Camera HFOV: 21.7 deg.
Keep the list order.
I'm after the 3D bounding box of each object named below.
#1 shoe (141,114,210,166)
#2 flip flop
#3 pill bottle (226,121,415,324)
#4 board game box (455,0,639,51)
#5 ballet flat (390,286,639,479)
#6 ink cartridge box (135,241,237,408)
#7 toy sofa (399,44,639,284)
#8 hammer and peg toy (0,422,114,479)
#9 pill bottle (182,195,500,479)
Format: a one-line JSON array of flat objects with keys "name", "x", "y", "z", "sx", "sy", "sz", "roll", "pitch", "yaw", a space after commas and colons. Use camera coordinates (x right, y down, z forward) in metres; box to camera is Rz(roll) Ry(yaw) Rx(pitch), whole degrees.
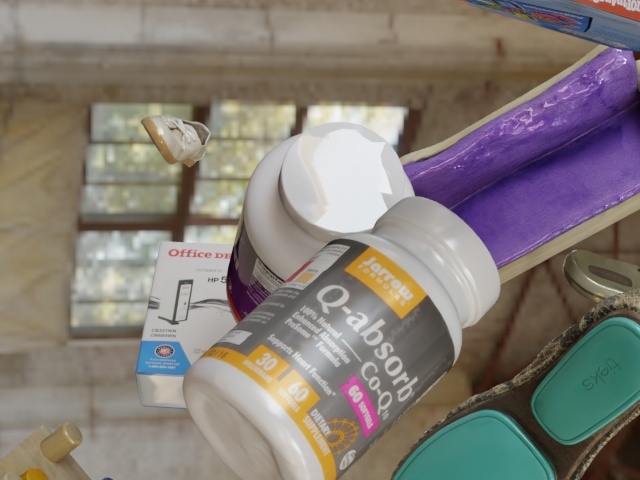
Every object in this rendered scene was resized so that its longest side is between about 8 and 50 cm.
[{"name": "shoe", "x": -0.198, "y": -0.148, "z": 2.329, "sx": 0.076, "sy": 0.058, "sz": 0.219, "roll": 55, "pitch": 4, "yaw": 5}, {"name": "flip flop", "x": 0.455, "y": 0.053, "z": 2.186, "sx": 0.112, "sy": 0.277, "sz": 0.080, "roll": -89, "pitch": -163, "yaw": -61}, {"name": "pill bottle", "x": 0.000, "y": 0.000, "z": 1.782, "sx": 0.323, "sy": 0.181, "sz": 0.181, "roll": 109, "pitch": -24, "yaw": -65}, {"name": "board game box", "x": 0.224, "y": -0.185, "z": 1.350, "sx": 0.145, "sy": 0.281, "sz": 0.027, "roll": 10, "pitch": -88, "yaw": 44}, {"name": "ballet flat", "x": 0.278, "y": 0.210, "z": 1.979, "sx": 0.164, "sy": 0.182, "sz": 0.483, "roll": 52, "pitch": -54, "yaw": 10}, {"name": "ink cartridge box", "x": -0.139, "y": 0.104, "z": 2.060, "sx": 0.086, "sy": 0.148, "sz": 0.203, "roll": 86, "pitch": 7, "yaw": -52}, {"name": "toy sofa", "x": 0.281, "y": -0.078, "z": 2.089, "sx": 0.177, "sy": 0.362, "sz": 0.150, "roll": 46, "pitch": 20, "yaw": -48}, {"name": "hammer and peg toy", "x": -0.309, "y": 0.428, "z": 2.206, "sx": 0.127, "sy": 0.361, "sz": 0.266, "roll": -39, "pitch": -178, "yaw": 21}, {"name": "pill bottle", "x": 0.024, "y": 0.093, "z": 1.489, "sx": 0.162, "sy": 0.278, "sz": 0.162, "roll": 37, "pitch": -27, "yaw": 23}]
